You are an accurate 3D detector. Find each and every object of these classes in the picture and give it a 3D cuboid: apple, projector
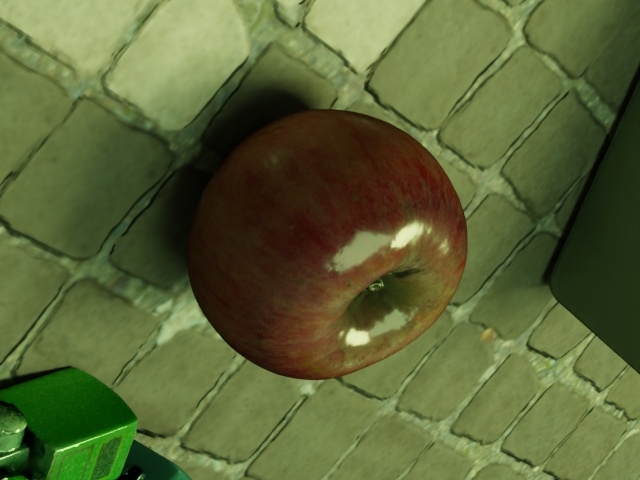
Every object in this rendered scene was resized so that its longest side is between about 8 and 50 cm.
[{"bbox_3d":[0.000,0.000,0.933,0.153,0.120,0.153,-24,143,-19],"label":"apple"},{"bbox_3d":[0.282,-0.019,1.129,0.099,0.192,0.257,-8,130,-39],"label":"projector"}]

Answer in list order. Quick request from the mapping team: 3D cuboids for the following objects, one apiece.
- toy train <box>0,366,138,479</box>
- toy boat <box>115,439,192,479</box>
[{"bbox_3d":[-0.188,0.187,0.968,0.119,0.085,0.251,-17,136,-47],"label":"toy train"},{"bbox_3d":[-0.115,0.203,1.044,0.110,0.091,0.175,-52,154,-23],"label":"toy boat"}]
